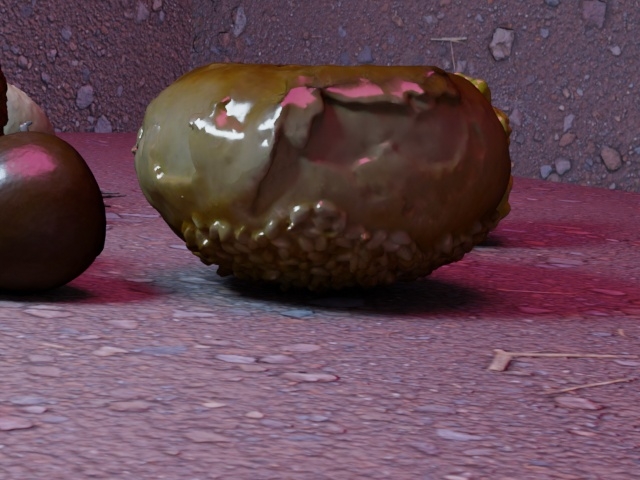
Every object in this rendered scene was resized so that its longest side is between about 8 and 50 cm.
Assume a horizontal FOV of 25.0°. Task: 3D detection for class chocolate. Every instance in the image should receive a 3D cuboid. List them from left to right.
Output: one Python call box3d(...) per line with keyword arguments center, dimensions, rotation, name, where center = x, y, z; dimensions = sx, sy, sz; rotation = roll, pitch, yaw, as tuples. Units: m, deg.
box3d(center=(-0.304, -0.028, 1.431), dimensions=(0.176, 0.177, 0.177), rotation=(3, 7, 0), name="chocolate")

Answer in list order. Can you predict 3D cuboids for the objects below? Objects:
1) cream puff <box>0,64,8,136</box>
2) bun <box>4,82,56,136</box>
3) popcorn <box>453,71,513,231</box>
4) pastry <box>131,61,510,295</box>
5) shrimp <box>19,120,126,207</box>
box3d(center=(-0.484, -0.091, 1.496), dimensions=(0.350, 0.229, 0.350), rotation=(-21, -22, -9), name="cream puff")
box3d(center=(-0.559, -0.153, 2.097), dimensions=(0.361, 0.213, 0.361), rotation=(21, -6, 2), name="bun")
box3d(center=(0.168, -0.110, 2.071), dimensions=(0.234, 0.242, 0.250), rotation=(11, 19, -11), name="popcorn")
box3d(center=(0.004, -0.070, 1.563), dimensions=(0.409, 0.245, 0.409), rotation=(1, 5, 0), name="pastry")
box3d(center=(-0.407, -0.076, 1.932), dimensions=(0.343, 0.116, 0.145), rotation=(8, 39, -47), name="shrimp")
